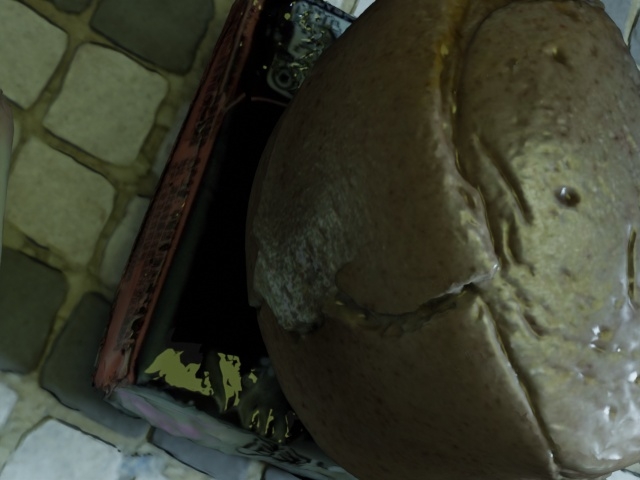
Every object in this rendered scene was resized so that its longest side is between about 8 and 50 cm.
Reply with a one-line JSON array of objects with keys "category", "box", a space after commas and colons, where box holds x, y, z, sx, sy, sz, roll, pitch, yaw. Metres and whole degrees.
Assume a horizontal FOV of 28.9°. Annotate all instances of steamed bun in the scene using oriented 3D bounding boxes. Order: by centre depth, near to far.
[{"category": "steamed bun", "box": [0.062, 0.003, 0.701, 0.199, 0.251, 0.301, -12, 77, -19]}]

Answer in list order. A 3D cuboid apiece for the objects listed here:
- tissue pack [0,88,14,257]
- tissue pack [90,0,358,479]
[{"category": "tissue pack", "box": [-0.287, 0.038, 0.710, 0.201, 0.124, 0.271, 10, 72, -28]}, {"category": "tissue pack", "box": [0.000, 0.000, 0.868, 0.245, 0.123, 0.332, 23, 65, -16]}]
